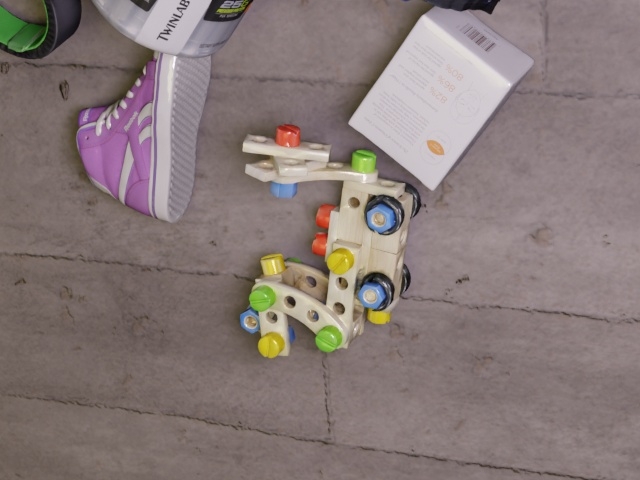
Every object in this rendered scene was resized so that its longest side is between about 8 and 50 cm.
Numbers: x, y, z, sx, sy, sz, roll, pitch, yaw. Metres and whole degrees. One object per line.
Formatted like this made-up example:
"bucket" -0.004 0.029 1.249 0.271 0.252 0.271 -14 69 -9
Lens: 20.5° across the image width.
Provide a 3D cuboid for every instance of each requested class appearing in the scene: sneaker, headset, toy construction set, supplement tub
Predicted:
"sneaker" -0.233 -0.166 2.209 0.161 0.102 0.282 23 120 19
"headset" -0.438 -0.376 2.123 0.243 0.185 0.394 15 138 40
"toy construction set" 0.000 0.000 2.152 0.215 0.151 0.328 15 129 20
"supplement tub" -0.122 -0.377 2.003 0.193 0.193 0.316 39 124 5

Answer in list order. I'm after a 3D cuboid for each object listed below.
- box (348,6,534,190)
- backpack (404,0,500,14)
"box" 0.138 -0.169 2.032 0.130 0.091 0.170 39 123 5
"backpack" 0.142 -0.372 1.835 0.213 0.263 0.276 41 124 4
